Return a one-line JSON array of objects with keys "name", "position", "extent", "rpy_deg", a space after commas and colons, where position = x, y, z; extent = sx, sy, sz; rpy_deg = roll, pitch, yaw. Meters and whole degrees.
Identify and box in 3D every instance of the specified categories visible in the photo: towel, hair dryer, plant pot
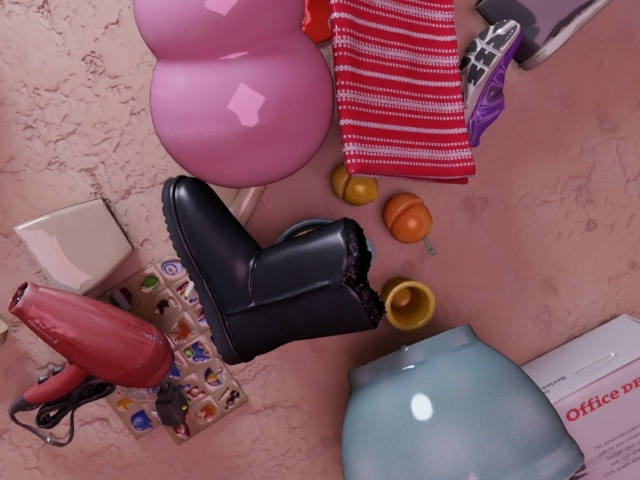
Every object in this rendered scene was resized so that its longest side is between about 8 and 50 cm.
[{"name": "towel", "position": [0.097, -0.205, 0.705], "extent": [0.198, 0.031, 0.275], "rpy_deg": [0, 82, -35]}, {"name": "hair dryer", "position": [-0.282, 0.160, 0.707], "extent": [0.223, 0.080, 0.294], "rpy_deg": [-9, 130, -9]}, {"name": "plant pot", "position": [-0.288, 0.003, 0.733], "extent": [0.096, 0.109, 0.109], "rpy_deg": [-32, 104, -13]}, {"name": "plant pot", "position": [0.147, 0.226, 0.768], "extent": [0.293, 0.293, 0.196], "rpy_deg": [-21, 76, -4]}]

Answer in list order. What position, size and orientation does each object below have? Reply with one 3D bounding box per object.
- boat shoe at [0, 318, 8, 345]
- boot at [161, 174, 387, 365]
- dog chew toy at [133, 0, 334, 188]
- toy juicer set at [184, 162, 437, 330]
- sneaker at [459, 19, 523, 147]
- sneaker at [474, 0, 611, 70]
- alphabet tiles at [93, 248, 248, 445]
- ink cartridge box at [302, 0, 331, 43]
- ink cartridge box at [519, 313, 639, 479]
[{"name": "boat shoe", "position": [-0.457, 0.070, 0.737], "extent": [0.170, 0.063, 0.059], "rpy_deg": [34, 100, -12]}, {"name": "boot", "position": [-0.052, 0.010, 0.702], "extent": [0.207, 0.094, 0.247], "rpy_deg": [-21, 90, 18]}, {"name": "dog chew toy", "position": [-0.101, -0.227, 0.637], "extent": [0.206, 0.207, 0.332], "rpy_deg": [-15, 118, -5]}, {"name": "toy juicer set", "position": [0.000, 0.000, 0.778], "extent": [0.329, 0.089, 0.209], "rpy_deg": [7, 100, -9]}, {"name": "sneaker", "position": [0.214, -0.200, 0.784], "extent": [0.071, 0.068, 0.170], "rpy_deg": [10, 121, -24]}, {"name": "sneaker", "position": [0.308, -0.336, 0.763], "extent": [0.118, 0.083, 0.222], "rpy_deg": [43, 93, -13]}, {"name": "alphabet tiles", "position": [-0.210, 0.158, 0.819], "extent": [0.198, 0.009, 0.237], "rpy_deg": [-32, 104, -2]}, {"name": "ink cartridge box", "position": [-0.082, -0.340, 0.718], "extent": [0.275, 0.060, 0.239], "rpy_deg": [-22, 102, -4]}, {"name": "ink cartridge box", "position": [0.435, 0.285, 0.880], "extent": [0.211, 0.121, 0.289], "rpy_deg": [-26, 103, -3]}]
